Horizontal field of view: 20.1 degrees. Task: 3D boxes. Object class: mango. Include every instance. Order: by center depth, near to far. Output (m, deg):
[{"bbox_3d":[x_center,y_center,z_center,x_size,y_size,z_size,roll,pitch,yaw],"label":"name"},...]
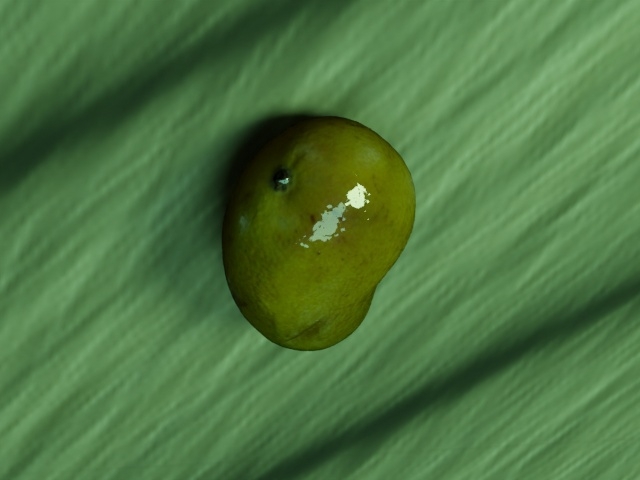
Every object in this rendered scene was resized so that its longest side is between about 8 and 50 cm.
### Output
[{"bbox_3d":[-0.006,0.000,1.041,0.115,0.089,0.165,-6,141,-30],"label":"mango"}]
